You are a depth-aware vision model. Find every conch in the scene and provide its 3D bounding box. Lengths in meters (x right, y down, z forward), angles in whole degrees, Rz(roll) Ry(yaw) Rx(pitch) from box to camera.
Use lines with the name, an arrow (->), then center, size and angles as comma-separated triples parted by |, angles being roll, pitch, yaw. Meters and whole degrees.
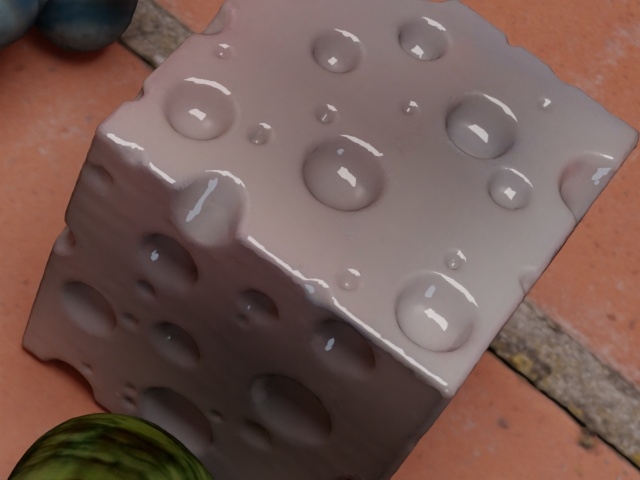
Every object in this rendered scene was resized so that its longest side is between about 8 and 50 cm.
conch -> -0.104, 0.181, 1.050 | 0.181, 0.124, 0.187 | 47, 47, 10

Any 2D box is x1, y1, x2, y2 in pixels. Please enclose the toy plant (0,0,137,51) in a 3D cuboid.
toy plant -> -0.180, -0.257, 1.258 | 0.247, 0.247, 0.332 | 21, 57, -6

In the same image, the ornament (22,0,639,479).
ornament -> 0.000, 0.000, 1.134 | 0.240, 0.239, 0.240 | 37, 53, 5
